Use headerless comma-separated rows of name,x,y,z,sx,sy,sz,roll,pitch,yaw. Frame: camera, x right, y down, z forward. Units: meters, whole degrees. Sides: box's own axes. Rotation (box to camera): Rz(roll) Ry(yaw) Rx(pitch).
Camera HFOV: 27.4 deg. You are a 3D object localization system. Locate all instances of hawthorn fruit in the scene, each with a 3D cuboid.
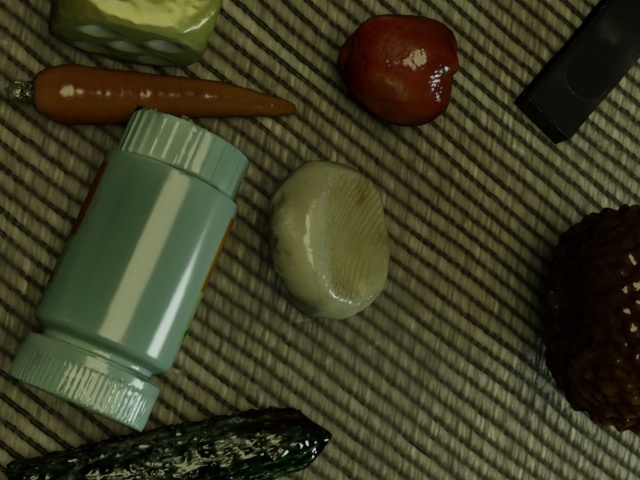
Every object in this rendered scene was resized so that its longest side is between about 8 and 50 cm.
hawthorn fruit,0.090,-0.200,1.518,0.138,0.133,0.133,12,82,-7

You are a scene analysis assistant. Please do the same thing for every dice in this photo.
dice,-0.197,-0.289,1.422,0.169,0.169,0.166,11,82,-15

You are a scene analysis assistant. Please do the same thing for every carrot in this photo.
carrot,-0.183,-0.160,1.472,0.336,0.069,0.069,0,85,-19

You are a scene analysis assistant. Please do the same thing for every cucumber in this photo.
cucumber,-0.154,0.245,1.428,0.359,0.096,0.096,-12,89,-15

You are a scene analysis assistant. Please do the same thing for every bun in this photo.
bun,0.000,0.000,1.490,0.183,0.102,0.183,10,77,-50

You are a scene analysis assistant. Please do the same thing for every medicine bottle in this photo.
medicine bottle,-0.198,0.028,1.401,0.158,0.158,0.318,25,79,-13

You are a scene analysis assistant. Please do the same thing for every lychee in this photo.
lychee,0.388,0.093,1.514,0.267,0.267,0.267,1,85,-16

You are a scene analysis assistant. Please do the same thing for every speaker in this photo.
speaker,0.340,-0.226,1.637,0.082,0.044,0.218,44,76,-8
